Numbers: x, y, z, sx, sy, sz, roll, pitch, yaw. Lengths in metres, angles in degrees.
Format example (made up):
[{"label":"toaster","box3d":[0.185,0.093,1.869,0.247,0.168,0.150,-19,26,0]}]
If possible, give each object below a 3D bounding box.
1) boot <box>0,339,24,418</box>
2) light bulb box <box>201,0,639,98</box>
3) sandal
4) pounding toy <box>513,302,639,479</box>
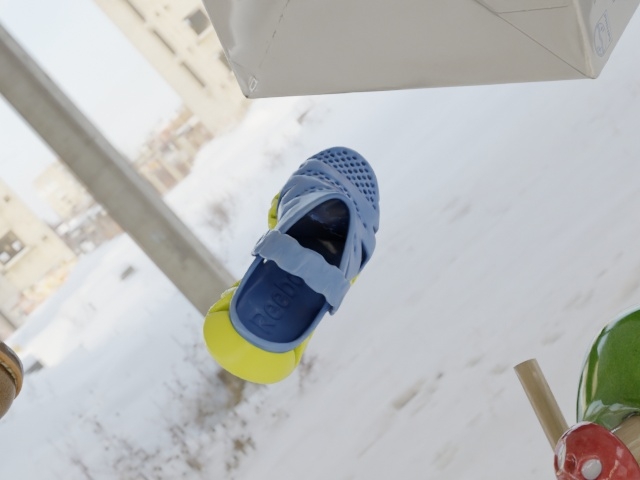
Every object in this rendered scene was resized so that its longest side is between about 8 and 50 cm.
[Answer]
[{"label":"boot","box3d":[-0.305,0.088,0.606,0.112,0.305,0.115,-41,51,29]},{"label":"light bulb box","box3d":[0.115,-0.319,0.980,0.357,0.225,0.361,2,40,35]},{"label":"sandal","box3d":[0.000,0.000,1.081,0.138,0.126,0.317,-54,8,41]},{"label":"pounding toy","box3d":[0.170,0.142,0.601,0.110,0.183,0.237,-25,-7,-24]}]
